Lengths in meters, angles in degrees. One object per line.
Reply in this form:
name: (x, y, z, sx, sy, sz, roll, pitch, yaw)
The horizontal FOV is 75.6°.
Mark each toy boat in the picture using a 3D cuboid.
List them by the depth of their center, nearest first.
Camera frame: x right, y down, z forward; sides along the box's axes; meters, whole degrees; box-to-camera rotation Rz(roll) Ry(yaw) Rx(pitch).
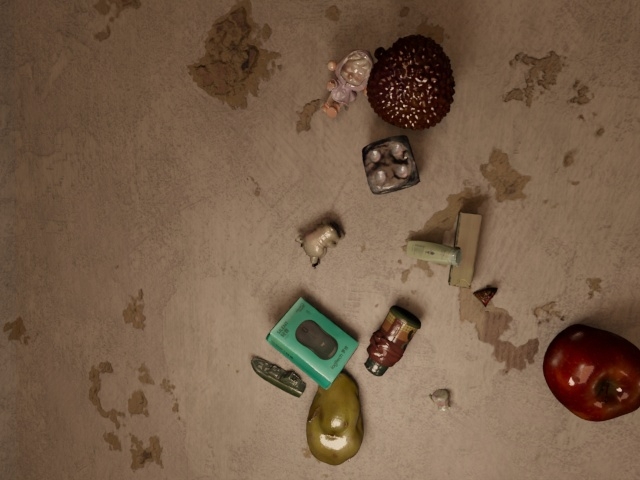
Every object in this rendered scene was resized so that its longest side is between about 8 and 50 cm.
toy boat: (-0.181, 0.568, 1.743, 0.260, 0.078, 0.085, 27, 117, 11)

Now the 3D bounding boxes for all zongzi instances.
zongzi: (0.610, 0.194, 1.510, 0.083, 0.073, 0.067, -41, 65, 13)

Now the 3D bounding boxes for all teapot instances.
teapot: (0.459, 0.617, 1.590, 0.083, 0.064, 0.064, -14, 98, 47)

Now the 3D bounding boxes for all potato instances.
potato: (0.060, 0.696, 1.634, 0.218, 0.202, 0.351, -5, 79, 27)

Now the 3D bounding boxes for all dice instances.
dice: (0.258, -0.273, 1.517, 0.183, 0.181, 0.182, -14, 88, 16)

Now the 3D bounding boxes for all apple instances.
apple: (0.875, 0.415, 1.329, 0.288, 0.317, 0.288, 2, 97, 17)

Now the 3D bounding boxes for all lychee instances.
lychee: (0.307, -0.533, 1.416, 0.306, 0.306, 0.330, -43, 91, 14)

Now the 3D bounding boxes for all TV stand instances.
TV stand: (0.528, 0.034, 1.511, 0.082, 0.088, 0.270, 9, 98, 13)

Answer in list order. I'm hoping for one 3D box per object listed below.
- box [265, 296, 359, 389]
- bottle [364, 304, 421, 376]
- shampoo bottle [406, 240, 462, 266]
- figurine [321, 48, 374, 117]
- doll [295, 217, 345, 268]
box: (-0.032, 0.398, 1.619, 0.311, 0.205, 0.118, 37, 145, 10)
bottle: (0.267, 0.392, 1.585, 0.156, 0.143, 0.271, 25, 99, -27)
shampoo bottle: (0.413, 0.044, 1.513, 0.212, 0.049, 0.072, 11, 93, 46)
figurine: (0.104, -0.597, 1.565, 0.200, 0.133, 0.276, 36, 107, -2)
doll: (0.000, 0.000, 1.650, 0.192, 0.095, 0.149, -42, 85, 11)
